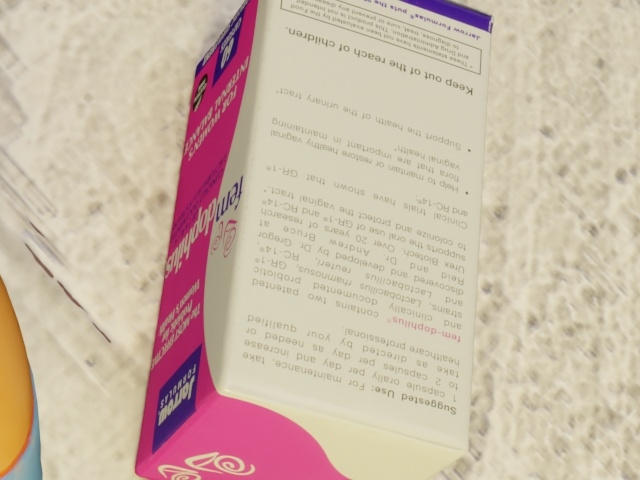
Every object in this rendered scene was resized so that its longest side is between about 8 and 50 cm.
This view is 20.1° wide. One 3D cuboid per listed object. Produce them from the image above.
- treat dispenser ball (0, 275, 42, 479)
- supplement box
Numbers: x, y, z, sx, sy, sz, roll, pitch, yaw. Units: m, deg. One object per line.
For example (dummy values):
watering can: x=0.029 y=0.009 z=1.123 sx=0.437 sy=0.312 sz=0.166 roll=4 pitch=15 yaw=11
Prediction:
treat dispenser ball: x=-0.228 y=0.067 z=0.537 sx=0.288 sy=0.288 sz=0.288 roll=12 pitch=60 yaw=-21
supplement box: x=0.000 y=0.000 z=0.795 sx=0.114 sy=0.111 sz=0.220 roll=16 pitch=58 yaw=-19
